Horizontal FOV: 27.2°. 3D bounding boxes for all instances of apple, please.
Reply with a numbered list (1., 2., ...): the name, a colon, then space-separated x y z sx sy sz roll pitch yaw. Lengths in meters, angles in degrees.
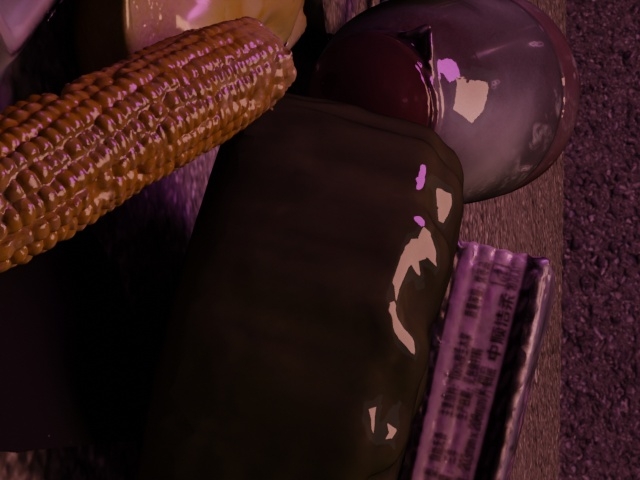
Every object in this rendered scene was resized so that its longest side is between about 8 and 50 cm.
1. apple: -0.109 -0.189 0.978 0.265 0.120 0.193 -54 144 -50

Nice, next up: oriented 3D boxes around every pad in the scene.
1. pad: -0.185 0.135 0.846 0.250 0.055 0.323 21 69 -70

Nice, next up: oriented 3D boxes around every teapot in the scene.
1. teapot: 0.083 -0.112 1.364 0.312 0.233 0.315 -15 143 -58

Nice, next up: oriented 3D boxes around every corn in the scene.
1. corn: -0.128 -0.067 0.818 0.288 0.086 0.087 -35 125 -37

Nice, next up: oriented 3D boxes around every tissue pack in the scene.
1. tissue pack: 0.121 0.189 1.215 0.259 0.122 0.361 66 37 -83

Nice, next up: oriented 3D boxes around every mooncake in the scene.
1. mooncake: -0.010 0.072 0.992 0.356 0.194 0.356 -167 -90 -89

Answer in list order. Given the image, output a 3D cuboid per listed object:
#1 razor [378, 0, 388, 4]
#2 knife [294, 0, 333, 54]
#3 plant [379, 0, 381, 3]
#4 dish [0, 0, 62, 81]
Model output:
1. razor: 0.087 -0.300 1.606 0.093 0.056 0.324 38 41 -18
2. knife: -0.004 -0.240 1.463 0.245 0.019 0.072 0 86 -70
3. plant: 0.088 -0.195 1.673 0.333 0.180 0.251 58 22 13
4. dish: -0.198 -0.182 0.797 0.243 0.080 0.182 -72 153 -46
